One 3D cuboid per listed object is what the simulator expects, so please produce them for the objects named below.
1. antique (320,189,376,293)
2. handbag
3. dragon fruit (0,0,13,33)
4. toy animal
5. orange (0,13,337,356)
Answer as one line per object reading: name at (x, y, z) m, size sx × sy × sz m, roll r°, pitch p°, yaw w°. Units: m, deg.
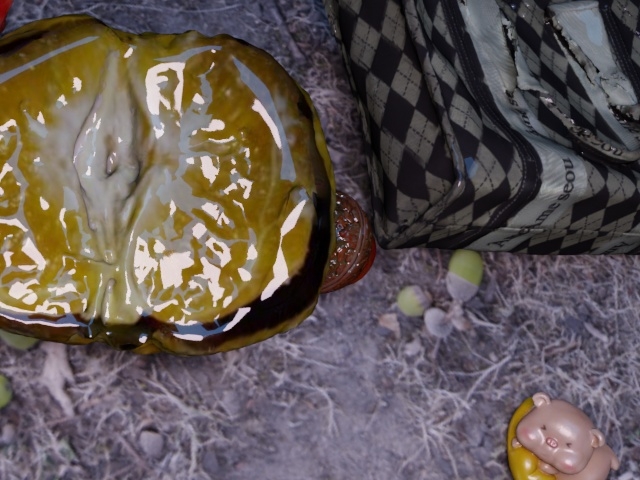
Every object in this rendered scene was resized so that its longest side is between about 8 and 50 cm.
antique at (0.000, 0.000, 1.253) m, size 0.104 × 0.104 × 0.104 m, roll 9°, pitch 62°, yaw -18°
handbag at (0.218, -0.144, 1.366) m, size 0.416 × 0.180 × 0.316 m, roll 2°, pitch 61°, yaw -33°
dragon fruit at (-0.393, -0.246, 1.052) m, size 0.386 × 0.249 × 0.370 m, roll -24°, pitch 115°, yaw -22°
toy animal at (0.227, 0.197, 1.260) m, size 0.114 × 0.082 × 0.091 m, roll 40°, pitch 58°, yaw -1°
orange at (-0.170, -0.043, 1.134) m, size 0.369 × 0.210 × 0.270 m, roll 7°, pitch 86°, yaw -18°
